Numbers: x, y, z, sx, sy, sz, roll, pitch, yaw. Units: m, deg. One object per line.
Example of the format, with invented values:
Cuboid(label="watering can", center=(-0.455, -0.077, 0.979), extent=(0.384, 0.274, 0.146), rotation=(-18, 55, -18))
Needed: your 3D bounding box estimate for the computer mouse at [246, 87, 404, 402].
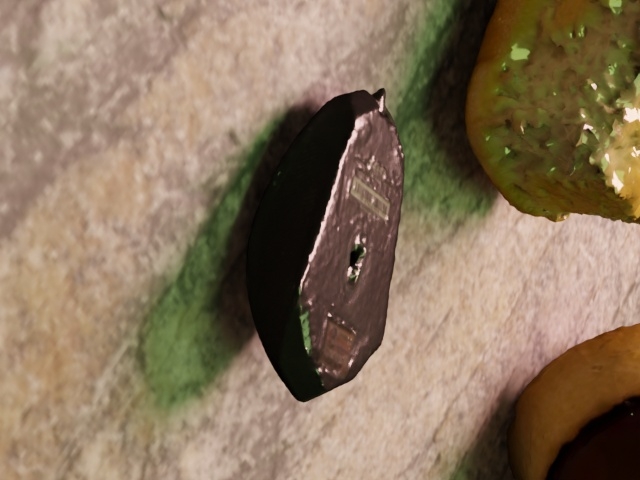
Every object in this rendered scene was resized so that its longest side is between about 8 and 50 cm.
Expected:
Cuboid(label="computer mouse", center=(0.000, 0.000, 0.857), extent=(0.099, 0.057, 0.172), rotation=(36, 63, -54))

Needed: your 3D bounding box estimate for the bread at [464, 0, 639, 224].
Cuboid(label="bread", center=(0.178, -0.129, 0.994), extent=(0.174, 0.121, 0.245), rotation=(39, 68, -64))

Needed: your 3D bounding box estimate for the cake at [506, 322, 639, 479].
Cuboid(label="cake", center=(0.220, 0.142, 1.165), extent=(0.208, 0.178, 0.185), rotation=(-33, 117, 0))
